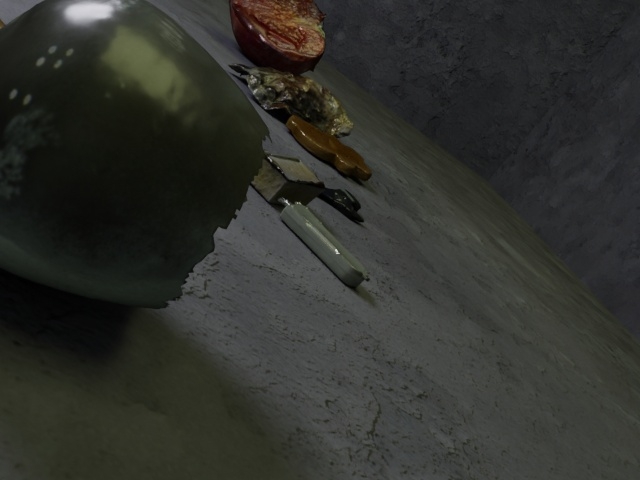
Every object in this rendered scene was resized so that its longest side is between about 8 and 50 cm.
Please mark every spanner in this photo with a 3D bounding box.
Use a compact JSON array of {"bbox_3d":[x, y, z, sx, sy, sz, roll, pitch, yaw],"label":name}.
[{"bbox_3d":[-0.033,-0.107,1.309,0.316,0.024,0.087,26,26,-38],"label":"spanner"}]

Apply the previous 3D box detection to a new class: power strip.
[{"bbox_3d":[0.000,0.000,1.074,0.191,0.030,0.048,45,19,20],"label":"power strip"}]

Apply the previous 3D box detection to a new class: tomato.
[{"bbox_3d":[-0.133,-0.575,2.065,0.309,0.170,0.308,12,52,-16],"label":"tomato"}]

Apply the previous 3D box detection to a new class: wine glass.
[{"bbox_3d":[-0.211,-0.097,0.542,0.323,0.238,0.238,35,17,-17],"label":"wine glass"}]

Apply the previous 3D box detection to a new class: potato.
[{"bbox_3d":[-0.057,-0.096,1.157,0.086,0.061,0.122,46,19,21],"label":"potato"}]

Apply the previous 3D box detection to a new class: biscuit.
[{"bbox_3d":[0.017,-0.205,1.654,0.226,0.036,0.166,24,26,-34],"label":"biscuit"}]

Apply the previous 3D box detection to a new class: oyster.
[{"bbox_3d":[-0.070,-0.344,1.735,0.275,0.100,0.271,49,34,17],"label":"oyster"}]

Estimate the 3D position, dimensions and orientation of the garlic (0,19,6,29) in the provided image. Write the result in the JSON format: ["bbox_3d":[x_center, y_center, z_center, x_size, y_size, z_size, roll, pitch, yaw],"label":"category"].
[{"bbox_3d":[-0.341,-0.180,0.715,0.175,0.099,0.124,29,34,-33],"label":"garlic"}]

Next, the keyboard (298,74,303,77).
[{"bbox_3d":[-0.113,-0.519,2.235,0.072,0.023,0.231,39,16,9],"label":"keyboard"}]
